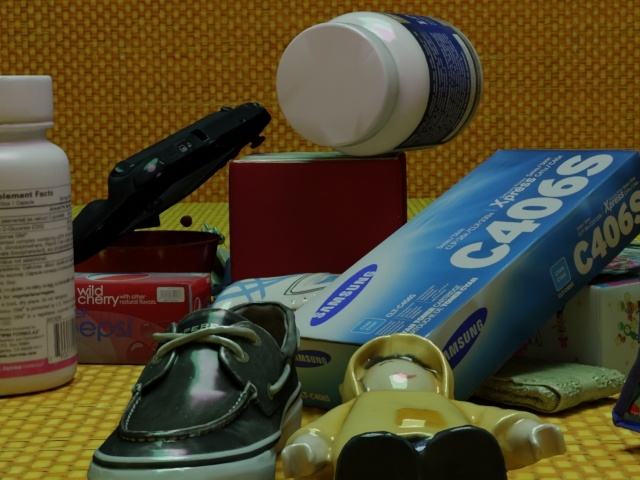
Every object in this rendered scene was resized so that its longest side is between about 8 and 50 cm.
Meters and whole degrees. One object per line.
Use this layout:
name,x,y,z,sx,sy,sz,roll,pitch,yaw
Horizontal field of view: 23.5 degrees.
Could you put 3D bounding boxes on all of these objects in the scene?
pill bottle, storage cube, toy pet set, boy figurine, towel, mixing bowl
pill bottle,-0.308,-0.008,1.412,0.160,0.283,0.160,-1,5,0
storage cube,0.000,0.000,1.718,0.214,0.193,0.183,0,6,5
toy pet set,-0.145,0.045,1.895,0.114,0.122,0.065,16,30,-40
boy figurine,0.065,0.127,0.985,0.177,0.092,0.285,-4,9,2
towel,0.176,0.121,1.316,0.110,0.027,0.148,-6,6,-44
mixing bowl,-0.203,0.044,1.781,0.181,0.098,0.181,-2,6,0
pill bottle,0.064,-0.168,1.651,0.153,0.153,0.264,2,7,24

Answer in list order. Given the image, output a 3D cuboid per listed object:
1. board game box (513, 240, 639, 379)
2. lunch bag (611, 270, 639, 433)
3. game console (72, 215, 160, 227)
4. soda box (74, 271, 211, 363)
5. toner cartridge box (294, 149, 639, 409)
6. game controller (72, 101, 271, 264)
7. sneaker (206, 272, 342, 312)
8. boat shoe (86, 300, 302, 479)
board game box,0.284,0.065,1.509,0.303,0.098,0.224,-8,9,-41
lunch bag,0.389,0.109,1.061,0.221,0.138,0.293,-4,19,-35
game console,-0.231,-0.050,1.833,0.107,0.071,0.122,-6,-3,14
soda box,-0.245,0.076,1.556,0.263,0.084,0.092,0,6,10
toner cartridge box,0.132,0.028,1.344,0.165,0.075,0.348,2,30,45
game controller,-0.165,-0.066,1.699,0.067,0.166,0.319,42,28,5
sneaker,-0.024,0.075,1.518,0.086,0.085,0.237,-2,5,39
boat shoe,-0.083,0.105,1.062,0.121,0.119,0.335,0,6,7
